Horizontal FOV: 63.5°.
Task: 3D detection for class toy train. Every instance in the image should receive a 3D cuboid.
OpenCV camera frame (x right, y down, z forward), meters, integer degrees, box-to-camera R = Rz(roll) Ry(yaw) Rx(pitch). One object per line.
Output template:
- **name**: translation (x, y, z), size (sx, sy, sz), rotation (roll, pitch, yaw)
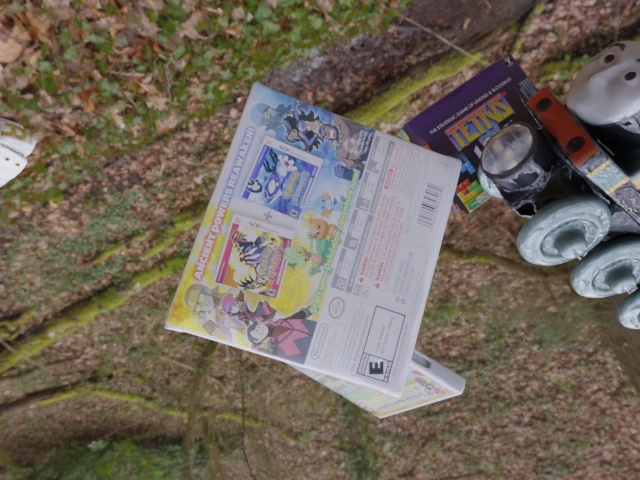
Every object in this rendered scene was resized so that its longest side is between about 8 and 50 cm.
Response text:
- **toy train**: translation (0.297, -0.040, 0.478), size (0.334, 0.142, 0.190), rotation (27, 123, -31)

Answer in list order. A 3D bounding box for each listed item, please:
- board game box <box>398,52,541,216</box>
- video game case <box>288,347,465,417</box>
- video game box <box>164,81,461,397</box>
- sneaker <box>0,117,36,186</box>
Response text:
- **board game box**: translation (0.212, -0.135, 0.669), size (0.170, 0.141, 0.048), rotation (-35, 177, -6)
- **video game case**: translation (0.054, 0.176, 0.729), size (0.026, 0.207, 0.227), rotation (-62, -173, -34)
- **video game box**: translation (0.000, 0.000, 0.419), size (0.187, 0.205, 0.048), rotation (20, 167, -10)
- **sneaker**: translation (-0.477, -0.179, 0.709), size (0.169, 0.108, 0.293), rotation (5, 146, -42)
